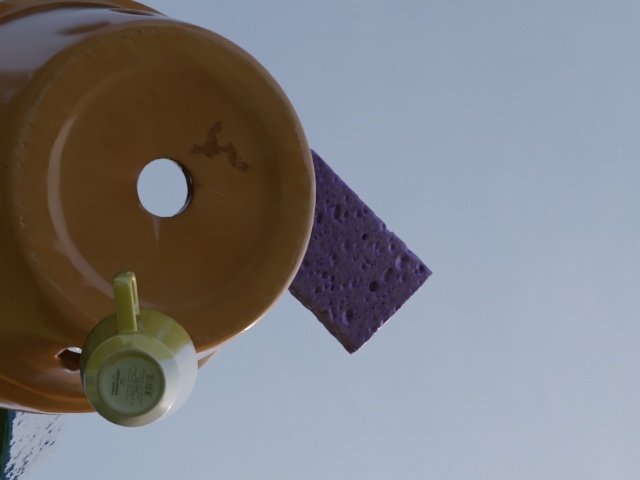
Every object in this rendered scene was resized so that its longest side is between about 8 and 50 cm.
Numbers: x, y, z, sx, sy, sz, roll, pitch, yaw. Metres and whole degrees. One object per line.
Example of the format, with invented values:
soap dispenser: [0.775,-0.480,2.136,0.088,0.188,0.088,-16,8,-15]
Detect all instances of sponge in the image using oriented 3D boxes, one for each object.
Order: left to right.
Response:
sponge: [0.000,0.000,1.628,0.210,0.117,0.031,45,-19,-2]

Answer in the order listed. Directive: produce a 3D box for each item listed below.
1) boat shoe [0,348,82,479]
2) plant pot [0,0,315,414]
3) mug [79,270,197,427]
boat shoe: [-0.246,0.100,1.298,0.089,0.109,0.258,47,-48,21]
plant pot: [-0.137,-0.028,1.039,0.291,0.291,0.203,56,-23,-14]
mug: [-0.100,0.063,0.836,0.062,0.064,0.078,-38,-86,0]
